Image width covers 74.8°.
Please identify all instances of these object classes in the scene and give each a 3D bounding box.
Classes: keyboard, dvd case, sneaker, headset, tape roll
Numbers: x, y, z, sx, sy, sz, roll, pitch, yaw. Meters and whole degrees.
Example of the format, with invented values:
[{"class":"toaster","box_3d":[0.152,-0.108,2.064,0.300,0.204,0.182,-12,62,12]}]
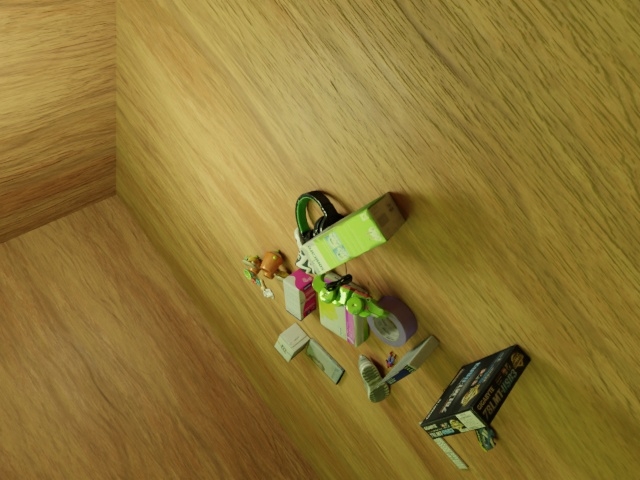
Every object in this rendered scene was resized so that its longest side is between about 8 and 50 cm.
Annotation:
[{"class":"keyboard","box_3d":[0.545,0.910,1.868,0.256,0.014,0.072,47,145,13]},{"class":"dvd case","box_3d":[0.022,0.667,2.307,0.253,0.022,0.180,41,144,21]},{"class":"sneaker","box_3d":[0.248,0.647,1.971,0.115,0.105,0.281,-114,5,-60]},{"class":"headset","box_3d":[0.000,0.000,1.620,0.394,0.185,0.243,60,148,12]},{"class":"tape roll","box_3d":[0.278,0.316,1.637,0.189,0.080,0.189,32,141,31]},{"class":"sneaker","box_3d":[-0.077,0.056,1.843,0.153,0.094,0.235,-15,116,46]},{"class":"sneaker","box_3d":[0.619,0.718,1.584,0.053,0.059,0.144,130,123,-84]}]

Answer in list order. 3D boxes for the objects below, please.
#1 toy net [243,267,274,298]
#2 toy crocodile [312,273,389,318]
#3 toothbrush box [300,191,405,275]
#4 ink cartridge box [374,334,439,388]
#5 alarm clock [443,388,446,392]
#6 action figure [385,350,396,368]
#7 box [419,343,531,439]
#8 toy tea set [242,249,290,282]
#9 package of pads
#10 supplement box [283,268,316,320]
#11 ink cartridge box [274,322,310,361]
[{"class":"toy net","box_3d":[-0.360,0.259,2.414,0.232,0.045,0.122,49,146,10]},{"class":"toy crocodile","box_3d":[0.110,0.218,1.611,0.340,0.105,0.115,17,175,39]},{"class":"toothbrush box","box_3d":[0.108,-0.021,1.368,0.283,0.206,0.122,-31,93,34]},{"class":"ink cartridge box","box_3d":[0.326,0.473,1.580,0.045,0.224,0.223,47,146,13]},{"class":"alarm clock","box_3d":[0.540,0.599,1.570,0.192,0.064,0.129,3,121,54]},{"class":"action figure","box_3d":[0.305,0.529,1.832,0.038,0.030,0.115,31,142,24]},{"class":"box","box_3d":[0.483,0.483,1.327,0.073,0.295,0.293,48,147,10]},{"class":"toy tea set","box_3d":[-0.276,0.112,2.161,0.336,0.124,0.200,11,156,42]},{"class":"package of pads","box_3d":[0.095,0.299,1.830,0.229,0.101,0.297,26,136,36]},{"class":"supplement box","box_3d":[-0.100,0.265,2.035,0.114,0.111,0.220,29,139,34]},{"class":"ink cartridge box","box_3d":[-0.160,0.573,2.357,0.127,0.128,0.176,46,144,15]}]
